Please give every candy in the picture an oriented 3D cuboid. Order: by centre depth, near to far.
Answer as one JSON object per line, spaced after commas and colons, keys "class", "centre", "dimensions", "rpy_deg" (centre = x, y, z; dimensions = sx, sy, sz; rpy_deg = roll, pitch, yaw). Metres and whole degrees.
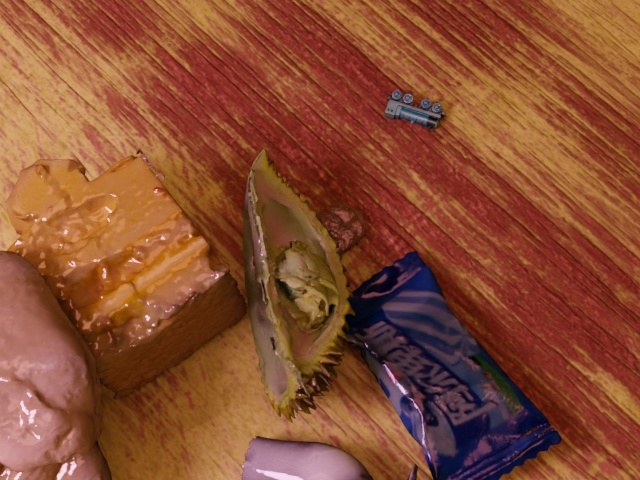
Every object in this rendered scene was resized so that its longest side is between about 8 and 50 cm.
{"class": "candy", "centre": [0.150, 0.181, 1.373], "dimensions": [0.187, 0.077, 0.331], "rpy_deg": [-31, 69, -10]}

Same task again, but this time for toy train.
{"class": "toy train", "centre": [0.142, -0.196, 1.542], "dimensions": [0.092, 0.029, 0.045], "rpy_deg": [19, 78, 6]}

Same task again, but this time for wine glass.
{"class": "wine glass", "centre": [0.013, 0.312, 1.312], "dimensions": [0.222, 0.103, 0.103], "rpy_deg": [11, 70, 11]}

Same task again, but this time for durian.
{"class": "durian", "centre": [-0.054, 0.074, 1.352], "dimensions": [0.157, 0.169, 0.355], "rpy_deg": [-23, 60, 19]}

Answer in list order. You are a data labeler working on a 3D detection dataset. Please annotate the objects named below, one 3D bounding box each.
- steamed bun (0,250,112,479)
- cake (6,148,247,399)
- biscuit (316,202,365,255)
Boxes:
{"class": "steamed bun", "centre": [-0.406, 0.213, 1.221], "dimensions": [0.325, 0.372, 0.230], "rpy_deg": [23, 34, 27]}
{"class": "cake", "centre": [-0.268, 0.023, 1.356], "dimensions": [0.222, 0.227, 0.286], "rpy_deg": [-34, 73, -11]}
{"class": "biscuit", "centre": [0.000, 0.000, 1.473], "dimensions": [0.147, 0.018, 0.071], "rpy_deg": [-36, 72, -13]}
